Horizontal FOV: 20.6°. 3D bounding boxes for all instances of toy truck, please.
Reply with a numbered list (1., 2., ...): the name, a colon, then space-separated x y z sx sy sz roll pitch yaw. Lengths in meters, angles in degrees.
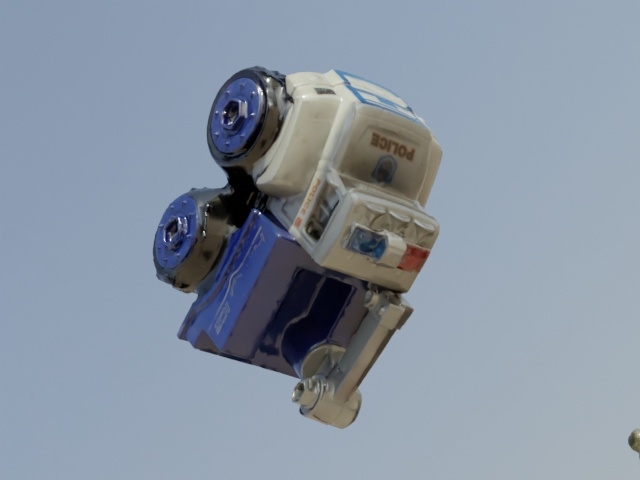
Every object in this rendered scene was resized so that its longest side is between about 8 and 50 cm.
1. toy truck: 0.000 0.000 1.182 0.161 0.177 0.213 18 -73 -31

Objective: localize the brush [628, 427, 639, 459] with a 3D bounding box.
1. brush: 0.244 0.143 0.746 0.036 0.248 0.043 -55 -28 -7
